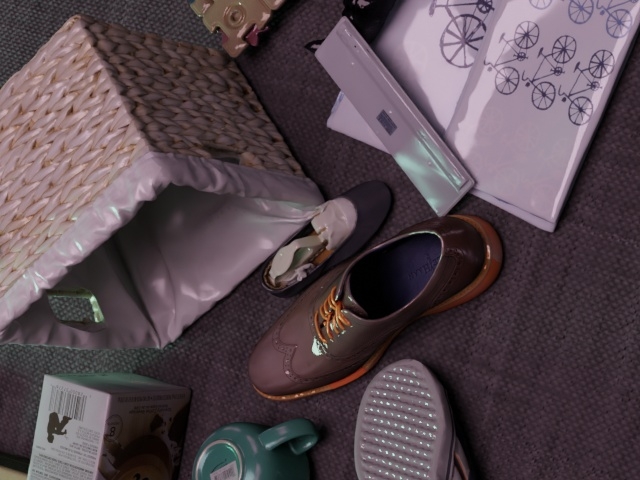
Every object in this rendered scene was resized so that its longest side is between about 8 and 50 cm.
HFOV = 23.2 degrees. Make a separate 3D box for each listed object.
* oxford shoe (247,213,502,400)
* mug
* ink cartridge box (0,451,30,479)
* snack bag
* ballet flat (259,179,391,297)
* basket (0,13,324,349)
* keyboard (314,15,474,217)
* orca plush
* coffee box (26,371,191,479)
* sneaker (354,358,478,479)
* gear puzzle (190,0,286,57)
[{"bbox_3d":[0.033,0.075,1.813,0.364,0.133,0.130,-37,69,26],"label":"oxford shoe"},{"bbox_3d":[-0.088,0.272,1.886,0.129,0.097,0.157,19,88,41],"label":"mug"},{"bbox_3d":[-0.432,0.415,2.116,0.193,0.088,0.234,11,93,34],"label":"ink cartridge box"},{"bbox_3d":[0.188,-0.221,1.791,0.343,0.037,0.323,28,102,31],"label":"snack bag"},{"bbox_3d":[0.000,0.000,1.877,0.203,0.074,0.074,-41,67,23],"label":"ballet flat"},{"bbox_3d":[-0.239,-0.063,1.883,0.331,0.328,0.266,-40,65,26],"label":"basket"},{"bbox_3d":[0.084,-0.144,1.817,0.256,0.014,0.072,54,139,14],"label":"keyboard"},{"bbox_3d":[0.048,-0.348,1.828,0.287,0.102,0.151,-59,42,20],"label":"orca plush"},{"bbox_3d":[-0.279,0.324,1.978,0.119,0.168,0.297,12,94,33],"label":"coffee box"},{"bbox_3d":[0.123,0.294,1.760,0.126,0.127,0.321,-24,50,23],"label":"sneaker"},{"bbox_3d":[-0.039,-0.399,1.948,0.339,0.044,0.175,-48,63,18],"label":"gear puzzle"}]
